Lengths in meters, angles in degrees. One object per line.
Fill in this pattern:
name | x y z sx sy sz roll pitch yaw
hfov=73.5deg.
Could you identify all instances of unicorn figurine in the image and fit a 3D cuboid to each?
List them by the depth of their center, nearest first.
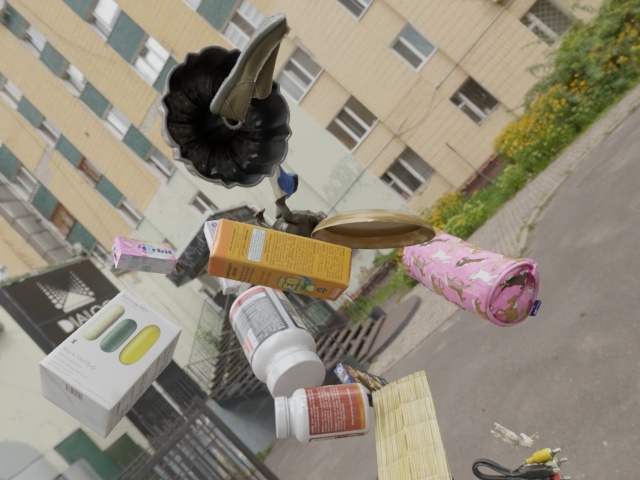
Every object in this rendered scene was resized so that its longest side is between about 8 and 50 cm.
unicorn figurine | 0.604 0.619 1.349 0.162 0.111 0.060 19 -93 -53

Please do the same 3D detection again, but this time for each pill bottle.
pill bottle | 0.001 0.411 1.022 0.216 0.121 0.121 -2 -16 -10
pill bottle | -0.141 0.322 1.366 0.210 0.363 0.210 -15 -55 -22

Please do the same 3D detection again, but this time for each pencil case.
pencil case | 0.358 0.074 1.078 0.386 0.167 0.160 -148 66 -66

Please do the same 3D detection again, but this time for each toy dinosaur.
toy dinosaur | -0.094 -0.007 1.014 0.313 0.160 0.121 -37 8 -21

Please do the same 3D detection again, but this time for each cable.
cable | 0.642 0.745 1.371 0.287 0.139 0.072 -20 -3 28

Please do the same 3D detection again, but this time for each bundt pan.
bundt pan | -0.238 -0.283 1.041 0.331 0.331 0.124 -43 24 -29

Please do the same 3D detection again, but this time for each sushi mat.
sushi mat | 0.189 0.421 0.940 0.151 0.019 0.316 -30 19 16

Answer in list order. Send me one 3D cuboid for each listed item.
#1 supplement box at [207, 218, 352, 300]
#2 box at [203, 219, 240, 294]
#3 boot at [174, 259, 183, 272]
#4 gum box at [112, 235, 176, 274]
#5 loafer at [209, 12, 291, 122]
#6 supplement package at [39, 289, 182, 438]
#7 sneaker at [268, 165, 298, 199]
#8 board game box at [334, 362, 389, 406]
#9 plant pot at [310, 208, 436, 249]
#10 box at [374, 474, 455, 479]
supplement box | -0.067 0.036 0.729 0.078 0.233 0.080 119 159 -56
box | -0.402 0.065 1.741 0.063 0.324 0.067 -8 -32 -30
boot | -0.554 0.101 1.610 0.037 0.114 0.106 -40 -37 -36
gum box | -0.592 0.050 1.430 0.188 0.107 0.062 11 -65 -38
loafer | -0.129 -0.340 0.867 0.251 0.087 0.094 -41 28 36
supplement package | -0.535 0.314 1.111 0.198 0.199 0.262 -58 -2 42
sneaker | -0.113 -0.200 1.321 0.084 0.058 0.152 -39 -48 -30
board game box | 0.179 0.520 1.496 0.042 0.243 0.165 -58 34 5
plant pot | 0.099 -0.020 0.823 0.236 0.236 0.032 107 164 -78
box | 0.313 1.153 1.624 0.472 0.297 0.480 -40 -5 -32
